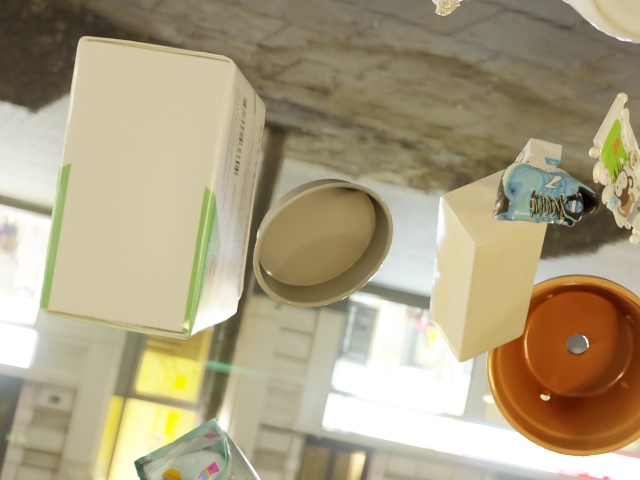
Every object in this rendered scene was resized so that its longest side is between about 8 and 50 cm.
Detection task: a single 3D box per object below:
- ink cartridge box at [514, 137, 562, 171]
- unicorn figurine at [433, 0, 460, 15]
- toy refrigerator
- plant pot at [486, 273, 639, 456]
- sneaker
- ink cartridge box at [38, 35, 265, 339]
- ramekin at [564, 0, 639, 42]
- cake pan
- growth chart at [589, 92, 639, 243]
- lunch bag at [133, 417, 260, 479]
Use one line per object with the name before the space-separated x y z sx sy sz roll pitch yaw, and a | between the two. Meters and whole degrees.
ink cartridge box | 0.312 -0.113 1.763 0.048 0.028 0.083 12 155 -5
unicorn figurine | 0.174 -0.392 1.770 0.060 0.111 0.162 39 162 53
toy refrigerator | 0.206 0.034 1.548 0.102 0.094 0.269 -23 147 -14
plant pot | 0.426 0.190 2.013 0.290 0.291 0.203 11 -172 11
sneaker | 0.246 -0.047 1.306 0.073 0.063 0.162 24 -157 38
ink cartridge box | -0.128 -0.038 1.024 0.121 0.211 0.289 8 179 2
ramekin | 0.333 -0.313 1.172 0.272 0.273 0.127 15 -144 -25
cake pan | 0.000 0.000 2.395 0.293 0.293 0.054 16 -155 -33
growth chart | 0.473 -0.107 1.891 0.021 0.172 0.237 2 141 35
lunch bag | -0.130 0.380 1.569 0.160 0.223 0.262 -27 -167 -10
